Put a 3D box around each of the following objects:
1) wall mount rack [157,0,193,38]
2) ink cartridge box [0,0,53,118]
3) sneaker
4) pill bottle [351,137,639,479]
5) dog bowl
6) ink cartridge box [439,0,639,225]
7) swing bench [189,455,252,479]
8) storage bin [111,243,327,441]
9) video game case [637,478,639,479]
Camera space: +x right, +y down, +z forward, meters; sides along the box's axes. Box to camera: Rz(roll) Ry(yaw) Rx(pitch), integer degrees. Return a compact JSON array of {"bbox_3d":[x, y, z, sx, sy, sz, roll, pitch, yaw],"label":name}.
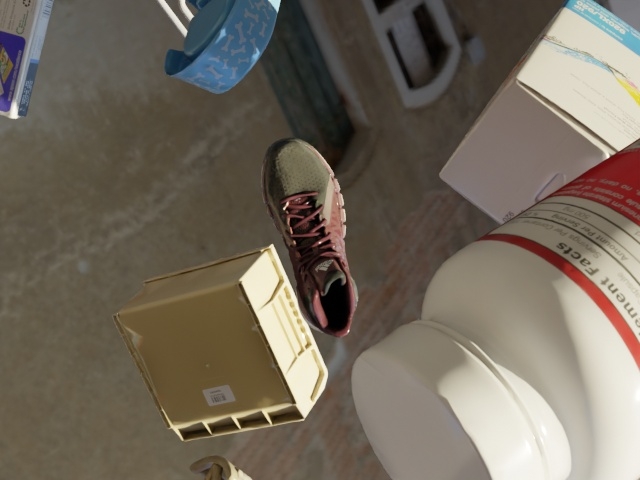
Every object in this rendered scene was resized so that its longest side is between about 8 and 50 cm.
[{"bbox_3d":[-0.236,-0.465,1.870,0.130,0.304,0.350,-3,-160,-21],"label":"wall mount rack"},{"bbox_3d":[-0.452,-0.281,1.301,0.208,0.206,0.045,17,-173,8],"label":"ink cartridge box"},{"bbox_3d":[0.000,0.000,1.367,0.106,0.281,0.162,-18,-170,-5],"label":"sneaker"},{"bbox_3d":[0.235,0.067,0.851,0.407,0.229,0.229,-30,-161,-24],"label":"pill bottle"},{"bbox_3d":[-0.122,-0.321,1.402,0.166,0.074,0.297,-32,-144,39],"label":"dog bowl"},{"bbox_3d":[0.278,-0.133,1.162,0.233,0.168,0.171,-52,177,-44],"label":"ink cartridge box"},{"bbox_3d":[-0.138,0.561,1.890,0.165,0.253,0.255,-28,-149,38],"label":"swing bench"},{"bbox_3d":[-0.159,0.174,1.657,0.262,0.260,0.123,-15,-162,27],"label":"storage bin"},{"bbox_3d":[0.481,0.360,1.256,0.193,0.212,0.023,-10,-169,17],"label":"video game case"}]
